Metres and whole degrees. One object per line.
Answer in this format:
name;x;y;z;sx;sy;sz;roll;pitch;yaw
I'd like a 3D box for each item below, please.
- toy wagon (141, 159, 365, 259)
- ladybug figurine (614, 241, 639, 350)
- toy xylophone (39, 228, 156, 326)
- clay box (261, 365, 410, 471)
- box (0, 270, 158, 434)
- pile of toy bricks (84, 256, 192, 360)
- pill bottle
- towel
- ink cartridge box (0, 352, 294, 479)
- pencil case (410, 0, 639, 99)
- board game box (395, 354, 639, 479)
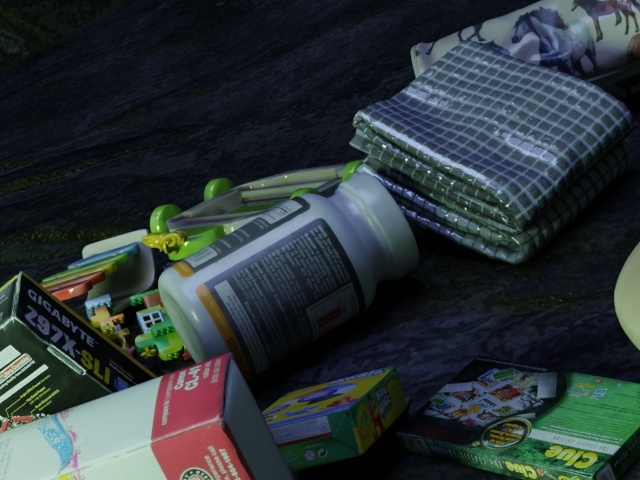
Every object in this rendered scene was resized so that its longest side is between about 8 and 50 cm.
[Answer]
toy wagon;-0.098;-0.031;2.191;0.267;0.068;0.344;-6;16;39
ladybug figurine;0.480;0.009;1.510;0.449;0.162;0.305;-29;23;-9
toy xylophone;-0.356;0.082;2.211;0.236;0.081;0.322;-17;9;19
clay box;0.005;0.177;1.670;0.127;0.053;0.222;-16;4;17
box;-0.309;0.209;1.621;0.322;0.257;0.079;-37;29;20
pile of toy bricks;-0.187;0.106;2.065;0.212;0.118;0.105;-19;60;-13
pill bottle;-0.035;0.043;1.946;0.278;0.162;0.162;-29;23;-13
towel;0.200;-0.119;2.005;0.283;0.121;0.235;28;56;32
ink cartridge box;-0.179;0.264;1.526;0.306;0.226;0.131;-18;25;11
pencil case;0.328;-0.237;2.197;0.410;0.160;0.183;-17;47;17
board game box;0.205;0.173;1.600;0.136;0.030;0.259;-36;25;-31
